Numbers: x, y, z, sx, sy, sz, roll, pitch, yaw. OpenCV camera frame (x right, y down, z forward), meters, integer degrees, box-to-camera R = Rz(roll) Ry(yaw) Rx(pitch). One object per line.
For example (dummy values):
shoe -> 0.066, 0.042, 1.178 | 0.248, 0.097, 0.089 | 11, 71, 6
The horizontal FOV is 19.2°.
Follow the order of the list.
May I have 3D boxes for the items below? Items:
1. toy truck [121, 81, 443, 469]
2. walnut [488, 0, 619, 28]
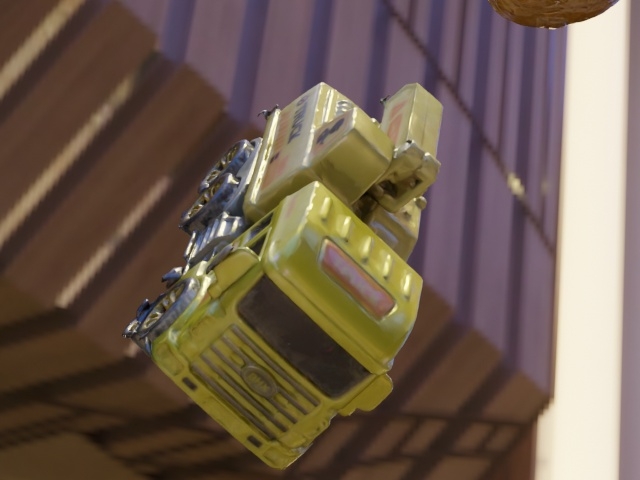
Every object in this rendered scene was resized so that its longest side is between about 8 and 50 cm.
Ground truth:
toy truck -> 0.000, 0.000, 1.120 | 0.124, 0.272, 0.157 | 42, -64, -13
walnut -> 0.171, -0.175, 1.309 | 0.121, 0.052, 0.091 | -15, 6, -9
